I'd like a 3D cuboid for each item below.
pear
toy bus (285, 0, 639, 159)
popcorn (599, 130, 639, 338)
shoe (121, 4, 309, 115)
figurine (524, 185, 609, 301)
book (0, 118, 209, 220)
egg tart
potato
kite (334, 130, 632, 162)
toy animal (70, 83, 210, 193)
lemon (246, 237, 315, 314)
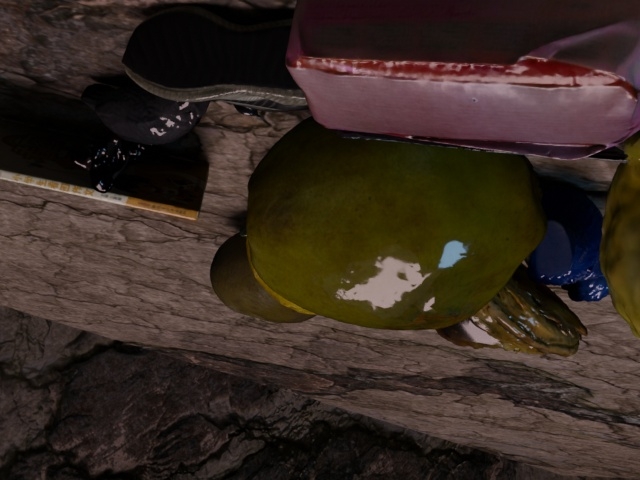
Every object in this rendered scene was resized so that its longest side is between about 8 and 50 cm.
[{"bbox_3d":[0.074,-0.026,1.164,0.321,0.269,0.269,-7,160,7],"label":"pear"},{"bbox_3d":[0.128,-0.158,0.879,0.303,0.147,0.127,7,152,17],"label":"toy bus"},{"bbox_3d":[0.409,-0.004,1.032,0.312,0.312,0.312,9,163,3],"label":"popcorn"},{"bbox_3d":[-0.078,-0.167,1.096,0.228,0.099,0.112,5,169,14],"label":"shoe"},{"bbox_3d":[0.304,-0.001,1.368,0.164,0.120,0.262,38,-168,16],"label":"figurine"},{"bbox_3d":[-0.289,-0.091,1.381,0.296,0.020,0.208,12,-161,-7],"label":"book"},{"bbox_3d":[0.205,0.065,1.420,0.297,0.132,0.297,32,-163,-11],"label":"egg tart"},{"bbox_3d":[-0.056,0.045,1.651,0.174,0.159,0.251,-6,167,-38],"label":"potato"},{"bbox_3d":[0.151,-0.112,0.998,0.314,0.011,0.335,-11,-156,-28],"label":"kite"},{"bbox_3d":[-0.197,-0.157,1.256,0.210,0.117,0.121,-33,179,42],"label":"toy animal"},{"bbox_3d":[0.000,0.000,1.405,0.192,0.192,0.231,12,179,-6],"label":"lemon"}]
